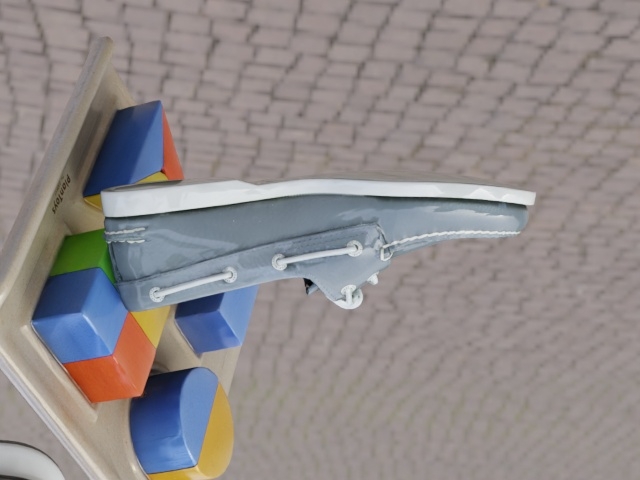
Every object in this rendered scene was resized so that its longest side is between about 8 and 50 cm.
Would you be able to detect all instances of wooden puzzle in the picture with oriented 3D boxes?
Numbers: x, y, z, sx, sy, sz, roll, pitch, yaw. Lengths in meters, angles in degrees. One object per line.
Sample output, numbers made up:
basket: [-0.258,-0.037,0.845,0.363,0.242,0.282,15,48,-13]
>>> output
wooden puzzle: [-0.133,0.054,1.226,0.080,0.322,0.348,-8,131,19]

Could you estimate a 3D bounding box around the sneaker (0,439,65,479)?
sneaker: [-0.430,0.297,1.290,0.447,0.257,0.169,-2,120,-16]

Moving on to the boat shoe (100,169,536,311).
boat shoe: [0.000,0.000,1.109,0.319,0.099,0.116,-2,-174,-5]
